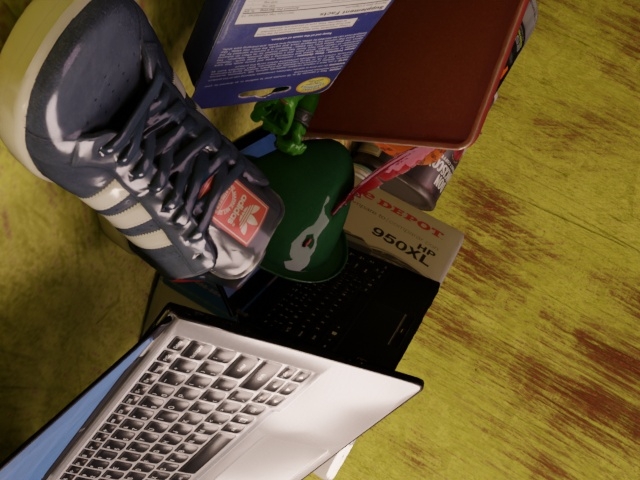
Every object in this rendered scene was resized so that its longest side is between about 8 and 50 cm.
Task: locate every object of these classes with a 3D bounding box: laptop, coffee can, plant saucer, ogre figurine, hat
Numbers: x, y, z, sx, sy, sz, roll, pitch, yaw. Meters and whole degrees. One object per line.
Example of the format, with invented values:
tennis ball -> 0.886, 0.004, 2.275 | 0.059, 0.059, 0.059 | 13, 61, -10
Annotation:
laptop -> 0.000, 0.000, 0.819 | 0.234, 0.264, 0.136 | -45, 153, -58
coffee can -> 0.212, -0.228, 1.541 | 0.275, 0.202, 0.201 | -60, 171, -5
plant saucer -> 0.091, -0.203, 0.727 | 0.048, 0.259, 0.258 | 30, 78, -43
ogre figurine -> -0.027, -0.179, 0.672 | 0.197, 0.097, 0.118 | 53, 56, -36
laptop -> -0.166, 0.260, 0.654 | 0.382, 0.408, 0.236 | -47, -146, 38
hat -> 0.012, -0.082, 0.741 | 0.183, 0.173, 0.208 | -47, 175, 32

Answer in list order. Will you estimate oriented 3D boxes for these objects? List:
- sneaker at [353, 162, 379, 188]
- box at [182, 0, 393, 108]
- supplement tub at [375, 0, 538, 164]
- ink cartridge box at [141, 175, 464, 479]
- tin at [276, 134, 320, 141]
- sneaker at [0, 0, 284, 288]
sneaker -> 0.008, 0.020, 1.467 | 0.208, 0.127, 0.319 | -53, 160, -47
box -> -0.015, -0.166, 0.530 | 0.136, 0.036, 0.225 | -14, 166, -27
supplement tub -> 0.213, -0.307, 1.275 | 0.338, 0.207, 0.207 | -57, 171, -20
ink cartridge box -> -0.006, 0.071, 1.006 | 0.395, 0.285, 0.166 | -49, 166, -52
tin -> -0.015, -0.175, 0.984 | 0.106, 0.040, 0.189 | -55, 171, -53
sneaker -> -0.101, -0.049, 0.536 | 0.131, 0.148, 0.350 | -58, 171, -12
